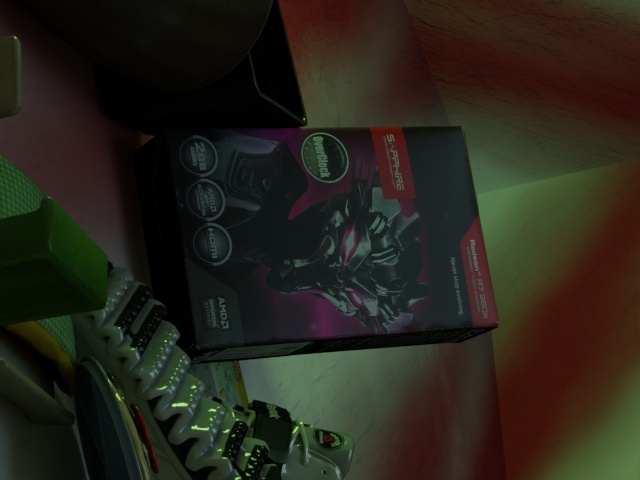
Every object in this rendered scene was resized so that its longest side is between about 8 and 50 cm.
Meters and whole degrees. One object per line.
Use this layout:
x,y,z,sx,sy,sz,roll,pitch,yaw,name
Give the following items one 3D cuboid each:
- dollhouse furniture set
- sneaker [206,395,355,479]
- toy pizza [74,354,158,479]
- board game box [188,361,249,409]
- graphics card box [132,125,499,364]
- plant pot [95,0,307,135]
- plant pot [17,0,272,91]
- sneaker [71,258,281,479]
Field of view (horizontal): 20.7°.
-0.209,-0.002,1.309,0.301,0.151,0.197,55,25,-60,dollhouse furniture set
-0.051,0.202,1.662,0.330,0.146,0.122,46,14,-23,sneaker
-0.155,0.187,1.403,0.201,0.032,0.201,166,-90,-72,toy pizza
-0.100,0.192,1.879,0.103,0.026,0.154,-33,110,-76,board game box
0.000,0.000,1.832,0.094,0.371,0.232,-28,-112,59,graphics card box
-0.133,-0.197,1.778,0.188,0.167,0.187,26,49,-75,plant pot
-0.189,-0.254,1.587,0.230,0.215,0.215,5,73,-62,plant pot
-0.159,0.140,1.518,0.292,0.118,0.110,56,21,-7,sneaker
